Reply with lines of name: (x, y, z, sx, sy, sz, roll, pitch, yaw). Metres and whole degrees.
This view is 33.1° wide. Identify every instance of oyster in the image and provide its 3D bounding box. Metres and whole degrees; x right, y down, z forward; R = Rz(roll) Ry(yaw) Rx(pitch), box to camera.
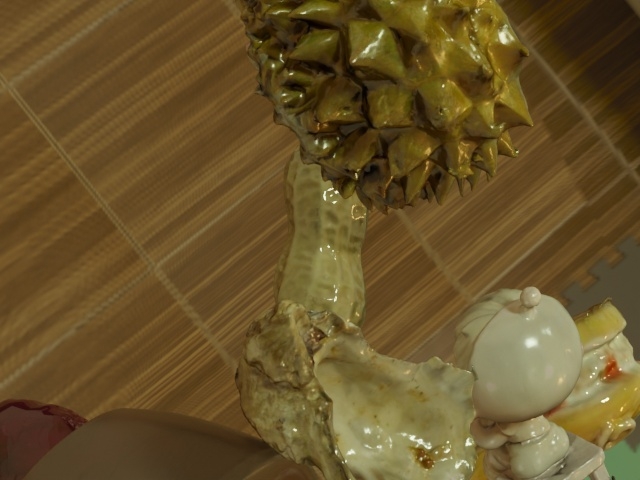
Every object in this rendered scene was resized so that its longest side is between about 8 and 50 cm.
oyster: (0.026, 0.137, 0.822, 0.232, 0.107, 0.162, 42, 39, -19)

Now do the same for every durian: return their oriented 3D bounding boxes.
durian: (-0.002, -0.098, 0.497, 0.224, 0.140, 0.078, 45, 57, -6)

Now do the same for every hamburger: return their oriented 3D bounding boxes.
hamburger: (0.302, 0.221, 1.469, 0.302, 0.261, 0.186, -22, 80, -11)

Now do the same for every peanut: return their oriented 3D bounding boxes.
peanut: (0.000, 0.000, 1.408, 0.120, 0.136, 0.299, 14, 74, -42)

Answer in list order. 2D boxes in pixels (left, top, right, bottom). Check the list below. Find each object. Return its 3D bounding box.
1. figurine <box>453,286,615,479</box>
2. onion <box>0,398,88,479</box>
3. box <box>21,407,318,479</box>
figurine: (0.195, 0.156, 1.066, 0.181, 0.144, 0.257, -19, 115, -2)
onion: (-0.518, 0.369, 1.583, 0.398, 0.398, 0.420, -43, 123, -14)
box: (-0.159, 0.310, 1.057, 0.216, 0.301, 0.301, 21, 74, 33)
